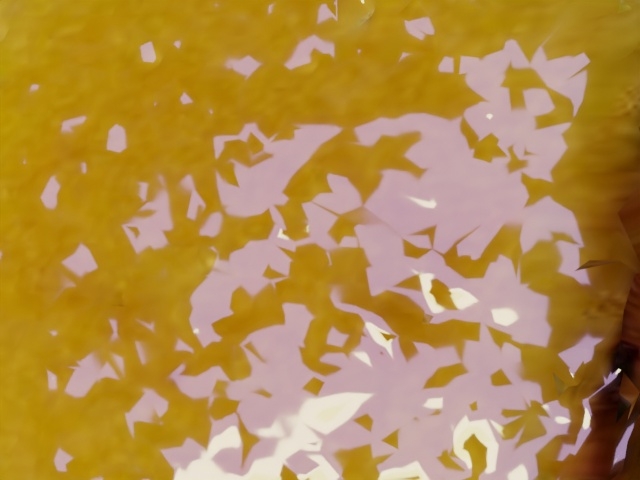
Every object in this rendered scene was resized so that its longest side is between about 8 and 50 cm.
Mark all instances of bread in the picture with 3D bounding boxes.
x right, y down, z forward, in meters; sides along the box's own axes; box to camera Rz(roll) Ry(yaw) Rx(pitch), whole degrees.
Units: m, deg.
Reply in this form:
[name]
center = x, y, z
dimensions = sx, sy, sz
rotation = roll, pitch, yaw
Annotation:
[bread]
center = 0.000, -0.003, 0.472
dimensions = 0.337, 0.204, 0.358
rotation = 9, 74, 12
